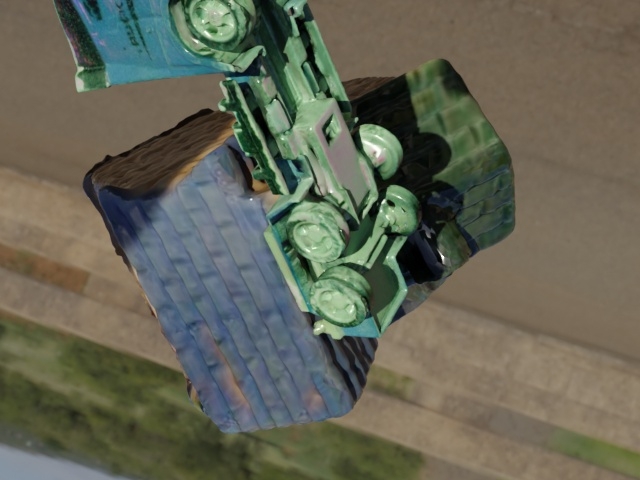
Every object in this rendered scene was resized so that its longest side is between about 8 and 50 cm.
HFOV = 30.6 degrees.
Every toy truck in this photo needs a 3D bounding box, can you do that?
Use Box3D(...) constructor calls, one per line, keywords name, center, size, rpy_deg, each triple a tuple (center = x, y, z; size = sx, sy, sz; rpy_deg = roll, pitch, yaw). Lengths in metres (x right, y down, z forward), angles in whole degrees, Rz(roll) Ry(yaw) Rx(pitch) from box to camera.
Box3D(name="toy truck", center=(-0.025, -0.040, 0.418), size=(0.081, 0.067, 0.175), rpy_deg=(-3, 127, 34))

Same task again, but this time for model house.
Box3D(name="model house", center=(0.000, 0.000, 0.587), size=(0.166, 0.182, 0.172), rpy_deg=(63, 166, -11))
